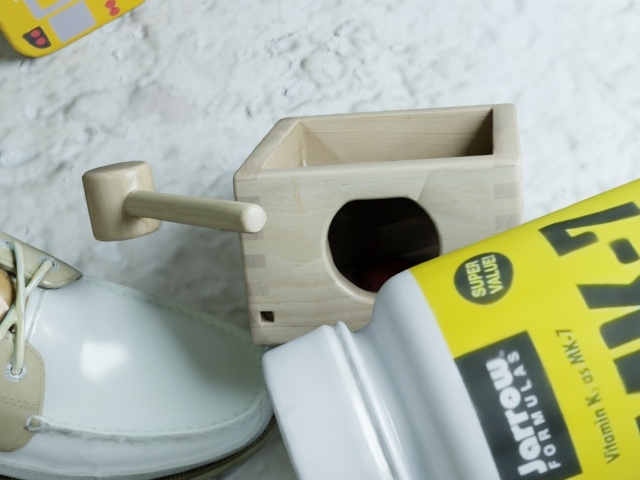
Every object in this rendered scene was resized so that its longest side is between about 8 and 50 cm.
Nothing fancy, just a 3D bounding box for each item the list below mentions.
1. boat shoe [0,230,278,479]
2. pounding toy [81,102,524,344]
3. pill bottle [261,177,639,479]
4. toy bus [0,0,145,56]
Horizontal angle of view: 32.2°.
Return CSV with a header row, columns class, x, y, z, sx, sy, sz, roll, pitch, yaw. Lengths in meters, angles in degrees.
class,x,y,z,sx,sy,sz,roll,pitch,yaw
boat shoe,-0.166,0.054,0.544,0.302,0.103,0.113,5,52,-3
pounding toy,-0.007,0.003,0.528,0.206,0.181,0.094,-3,108,9
pill bottle,0.092,0.051,0.419,0.208,0.119,0.119,-22,61,-1
toy bus,-0.222,-0.288,0.757,0.130,0.108,0.333,-31,62,-4
